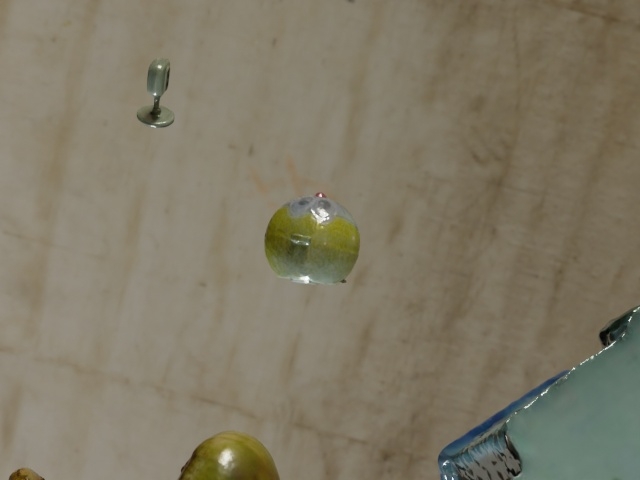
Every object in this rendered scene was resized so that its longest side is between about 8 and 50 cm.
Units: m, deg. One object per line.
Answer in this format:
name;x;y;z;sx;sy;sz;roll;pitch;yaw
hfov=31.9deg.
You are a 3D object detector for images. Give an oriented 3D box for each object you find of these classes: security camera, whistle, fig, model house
security camera;-0.231;-0.214;1.595;0.058;0.058;0.092;-74;177;-53
whistle;0.000;0.000;1.414;0.223;0.123;0.123;17;88;-76
fig;-0.103;0.276;1.218;0.136;0.121;0.153;-58;150;3
model house;0.251;0.272;1.034;0.252;0.295;0.329;-31;167;-27

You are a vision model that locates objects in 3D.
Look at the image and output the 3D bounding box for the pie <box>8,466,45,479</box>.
pie;-0.396;0.436;1.486;0.273;0.069;0.273;-175;-90;-83
